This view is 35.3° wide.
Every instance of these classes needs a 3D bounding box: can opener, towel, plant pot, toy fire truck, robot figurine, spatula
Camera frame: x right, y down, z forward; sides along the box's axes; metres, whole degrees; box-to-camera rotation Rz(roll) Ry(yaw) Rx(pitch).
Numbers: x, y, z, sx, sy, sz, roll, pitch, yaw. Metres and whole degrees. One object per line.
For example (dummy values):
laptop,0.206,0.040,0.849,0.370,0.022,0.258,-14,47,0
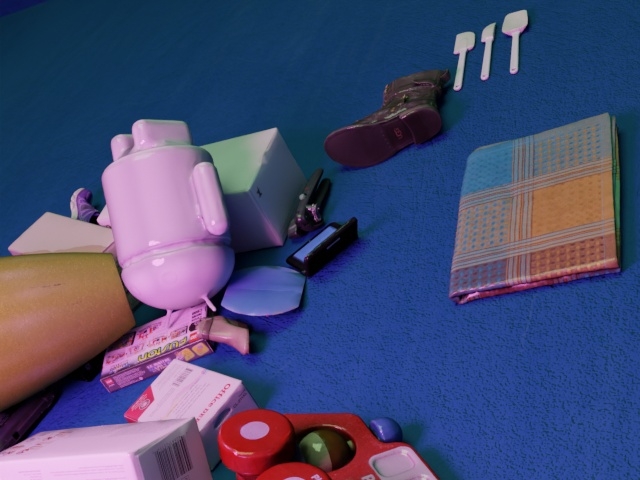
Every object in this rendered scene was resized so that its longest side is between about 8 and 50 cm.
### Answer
can opener,-0.018,-0.079,1.916,0.073,0.059,0.186,-11,37,27
towel,0.348,-0.055,1.623,0.271,0.040,0.370,-14,37,25
plant pot,-0.483,0.132,1.755,0.293,0.275,0.275,-18,31,-10
toy fire truck,0.016,0.317,1.278,0.253,0.169,0.302,-13,28,-20
robot figurine,-0.264,-0.032,1.762,0.199,0.354,0.300,-5,-13,-41
spatula,0.355,-0.402,2.114,0.168,0.019,0.242,-13,36,23

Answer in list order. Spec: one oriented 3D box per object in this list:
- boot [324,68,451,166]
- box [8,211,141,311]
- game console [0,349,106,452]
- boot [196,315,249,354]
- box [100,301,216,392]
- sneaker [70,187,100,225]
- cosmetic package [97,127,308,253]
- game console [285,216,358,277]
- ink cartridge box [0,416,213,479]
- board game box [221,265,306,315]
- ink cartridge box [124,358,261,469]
boot,0.140,-0.255,2.032,0.262,0.091,0.229,-15,29,14
box,-0.478,0.049,2.018,0.311,0.148,0.121,11,50,48
game console,-0.528,0.273,1.840,0.213,0.044,0.361,2,42,40
boot,-0.164,0.159,1.683,0.086,0.042,0.118,6,13,-9
box,-0.286,0.186,1.778,0.207,0.036,0.114,-22,33,11
sneaker,-0.529,-0.056,2.296,0.071,0.068,0.170,-11,42,0
cosmetic package,-0.232,-0.078,1.992,0.365,0.155,0.197,-8,39,28
game console,0.000,0.000,1.782,0.122,0.107,0.071,-40,69,-17
ink cartridge box,-0.282,0.392,1.335,0.309,0.272,0.130,-11,6,34
board game box,-0.096,0.099,1.747,0.133,0.033,0.169,2,28,6
ink cartridge box,-0.199,0.268,1.563,0.175,0.072,0.127,10,49,45
